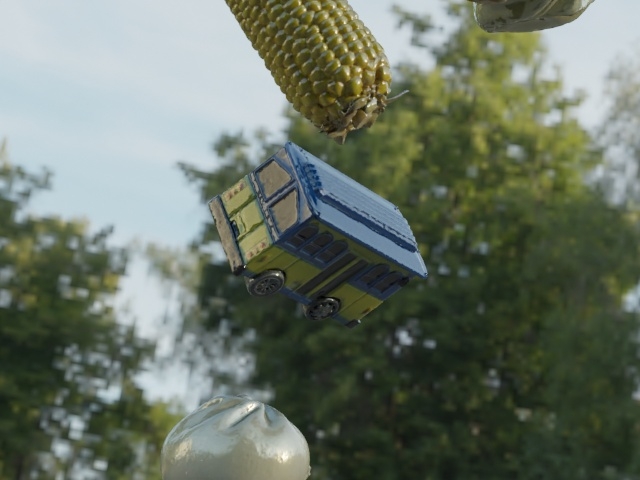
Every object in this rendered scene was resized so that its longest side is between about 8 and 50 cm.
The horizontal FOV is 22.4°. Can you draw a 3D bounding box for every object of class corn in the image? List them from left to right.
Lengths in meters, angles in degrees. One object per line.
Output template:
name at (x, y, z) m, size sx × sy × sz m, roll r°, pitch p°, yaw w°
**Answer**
corn at (-0.038, -0.237, 1.549) m, size 0.106 × 0.305 × 0.106 m, roll -32°, pitch -9°, yaw -6°

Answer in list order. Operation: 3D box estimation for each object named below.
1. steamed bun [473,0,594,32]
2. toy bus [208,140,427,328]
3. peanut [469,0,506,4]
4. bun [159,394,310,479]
steamed bun at (0.303, -0.454, 2.138) m, size 0.237 × 0.347 × 0.394 m, roll -6°, pitch 15°, yaw 9°
toy bus at (0.000, 0.000, 2.227) m, size 0.175 × 0.138 × 0.287 m, roll -37°, pitch -36°, yaw 20°
peanut at (0.136, -0.312, 1.722) m, size 0.174 × 0.080 × 0.080 m, roll 35°, pitch -21°, yaw -10°
bun at (-0.097, 0.234, 1.823) m, size 0.172 × 0.120 × 0.173 m, roll 0°, pitch -2°, yaw 0°
